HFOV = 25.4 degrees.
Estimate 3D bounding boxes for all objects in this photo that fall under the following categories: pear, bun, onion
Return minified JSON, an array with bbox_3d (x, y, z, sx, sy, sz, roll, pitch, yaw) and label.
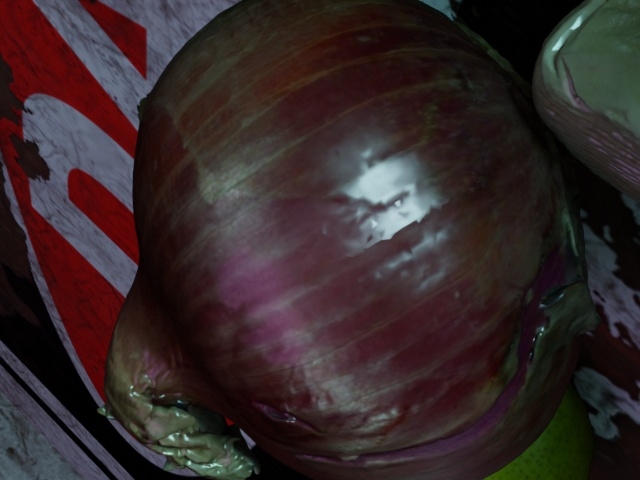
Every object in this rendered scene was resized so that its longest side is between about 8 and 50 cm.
[{"bbox_3d":[0.139,0.143,1.113,0.180,0.166,0.216,52,134,28],"label":"pear"},{"bbox_3d":[0.205,-0.076,0.761,0.173,0.113,0.166,36,176,-11],"label":"bun"},{"bbox_3d":[0.033,-0.007,0.907,0.353,0.353,0.353,38,150,26],"label":"onion"}]
